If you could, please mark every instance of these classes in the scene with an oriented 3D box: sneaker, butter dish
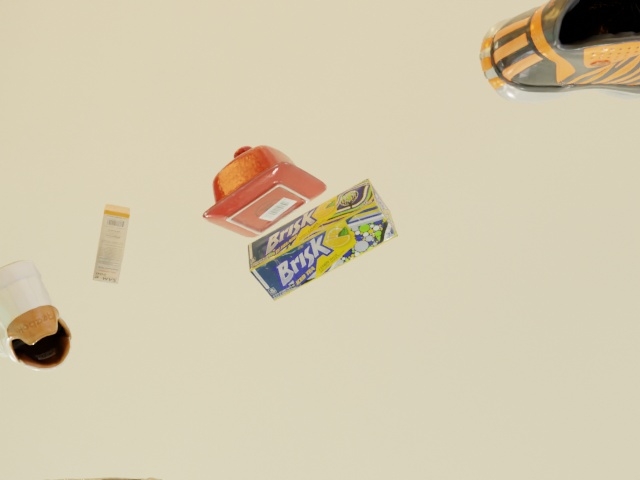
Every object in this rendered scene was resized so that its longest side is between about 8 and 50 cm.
[{"bbox_3d":[0.337,-0.219,0.950,0.180,0.321,0.125,-20,-92,65],"label":"sneaker"},{"bbox_3d":[-0.099,-0.093,1.427,0.160,0.160,0.118,-34,-116,17],"label":"butter dish"},{"bbox_3d":[-0.386,0.131,1.214,0.123,0.105,0.290,58,-21,10],"label":"sneaker"}]

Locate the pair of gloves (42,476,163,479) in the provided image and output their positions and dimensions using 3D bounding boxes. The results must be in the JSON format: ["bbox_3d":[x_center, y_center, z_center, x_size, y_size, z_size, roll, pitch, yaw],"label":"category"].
[{"bbox_3d":[-0.325,0.422,1.390,0.240,0.204,0.042,-134,-133,-70],"label":"pair of gloves"}]

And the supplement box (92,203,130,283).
[{"bbox_3d":[-0.285,0.004,1.265,0.062,0.036,0.099,-137,-122,-74],"label":"supplement box"}]

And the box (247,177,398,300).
[{"bbox_3d":[0.000,0.000,1.077,0.168,0.059,0.054,-29,-146,12],"label":"box"}]
